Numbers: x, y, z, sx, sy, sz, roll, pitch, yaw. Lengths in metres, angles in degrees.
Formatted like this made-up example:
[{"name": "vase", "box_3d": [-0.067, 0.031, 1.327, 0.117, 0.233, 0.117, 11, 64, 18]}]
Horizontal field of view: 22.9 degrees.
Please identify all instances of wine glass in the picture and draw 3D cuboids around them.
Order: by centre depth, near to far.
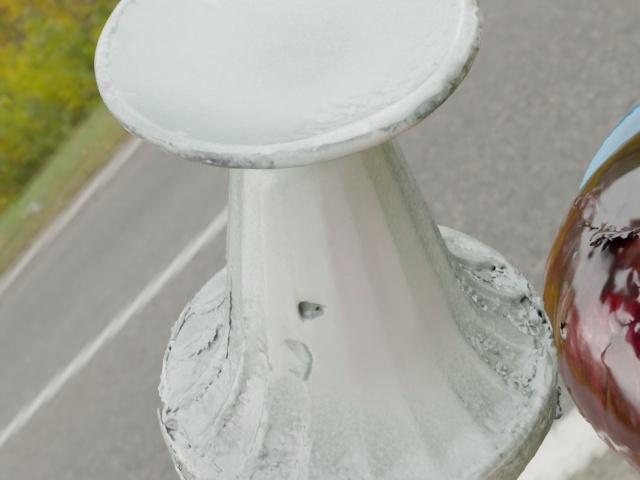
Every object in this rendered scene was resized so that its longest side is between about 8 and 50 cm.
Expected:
[{"name": "wine glass", "box_3d": [0.000, 0.000, 0.572, 0.164, 0.196, 0.165, -8, 44, 8]}]

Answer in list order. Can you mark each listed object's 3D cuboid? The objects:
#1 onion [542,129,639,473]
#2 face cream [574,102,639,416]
[{"name": "onion", "box_3d": [0.252, 0.015, 0.710, 0.313, 0.232, 0.314, -5, 30, 3]}, {"name": "face cream", "box_3d": [0.241, 0.016, 1.181, 0.139, 0.067, 0.285, -43, -32, -23]}]
